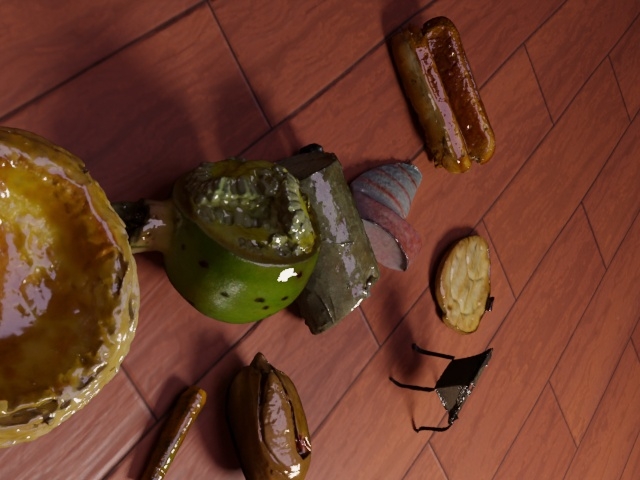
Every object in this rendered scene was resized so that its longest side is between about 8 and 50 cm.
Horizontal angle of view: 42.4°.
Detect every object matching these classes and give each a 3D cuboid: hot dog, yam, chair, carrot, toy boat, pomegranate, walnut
[{"bbox_3d":[0.267,-0.315,1.813,0.158,0.117,0.349,-25,98,-18],"label":"hot dog"},{"bbox_3d":[0.000,0.000,1.455,0.168,0.168,0.304,-34,108,-44],"label":"yam"},{"bbox_3d":[0.270,0.294,1.673,0.174,0.213,0.149,-47,113,-39],"label":"chair"},{"bbox_3d":[-0.225,0.301,1.258,0.042,0.042,0.171,45,57,-34],"label":"carrot"},{"bbox_3d":[0.150,-0.085,1.694,0.206,0.096,0.282,44,45,-17],"label":"toy boat"},{"bbox_3d":[-0.155,-0.006,1.243,0.340,0.260,0.261,4,81,-16],"label":"pomegranate"},{"bbox_3d":[-0.086,0.305,1.347,0.137,0.137,0.245,-8,82,-48],"label":"walnut"}]

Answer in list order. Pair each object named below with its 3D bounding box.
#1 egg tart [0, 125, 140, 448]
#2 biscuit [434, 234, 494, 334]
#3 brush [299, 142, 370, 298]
[{"bbox_3d":[-0.404,0.058,1.003,0.387,0.169,0.388,7,79,-43],"label":"egg tart"},{"bbox_3d":[0.333,0.093,1.893,0.203,0.041,0.260,50,51,-27],"label":"biscuit"},{"bbox_3d":[0.036,-0.033,1.565,0.051,0.070,0.323,-36,114,-42],"label":"brush"}]
